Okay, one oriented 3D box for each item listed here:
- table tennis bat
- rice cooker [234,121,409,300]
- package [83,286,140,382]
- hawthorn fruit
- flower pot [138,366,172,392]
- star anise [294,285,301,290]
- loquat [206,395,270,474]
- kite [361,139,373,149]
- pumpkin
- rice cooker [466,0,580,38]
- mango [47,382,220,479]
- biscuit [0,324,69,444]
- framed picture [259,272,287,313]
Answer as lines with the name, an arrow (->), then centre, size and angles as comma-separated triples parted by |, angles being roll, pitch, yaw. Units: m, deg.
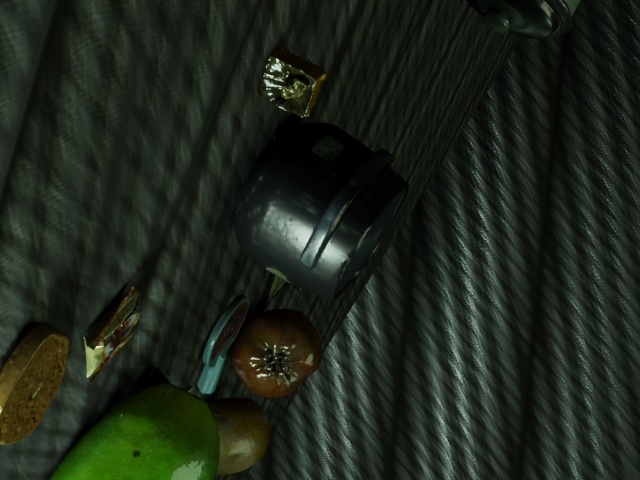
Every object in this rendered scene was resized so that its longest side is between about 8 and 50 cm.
table tennis bat -> -0.202, 0.214, 2.259 | 0.153, 0.040, 0.244 | -44, 159, -56
rice cooker -> -0.003, -0.056, 1.807 | 0.267, 0.224, 0.267 | -53, 170, -14
package -> -0.288, 0.131, 1.553 | 0.108, 0.031, 0.121 | -51, 169, -31
hawthorn fruit -> -0.097, 0.237, 2.459 | 0.199, 0.199, 0.251 | -58, -176, 4
flower pot -> -0.283, 0.286, 1.922 | 0.089, 0.111, 0.111 | -39, 166, -12
star anise -> 0.000, 0.000, 2.142 | 0.220, 0.190, 0.126 | -20, -141, 19
loquat -> -0.211, 0.440, 2.527 | 0.179, 0.179, 0.227 | -61, 162, 20
kite -> 0.068, -0.144, 2.509 | 0.189, 0.009, 0.232 | -54, 170, -18
pumpkin -> -0.040, -0.214, 1.534 | 0.054, 0.083, 0.074 | -52, 166, -47
rice cooker -> 0.412, -0.541, 2.203 | 0.316, 0.264, 0.317 | -32, 135, -39
mango -> -0.308, 0.396, 1.765 | 0.382, 0.201, 0.225 | -51, 143, -21
biscuit -> -0.359, 0.179, 1.361 | 0.142, 0.029, 0.221 | -51, 170, -37
framed picture -> -0.062, 0.043, 2.463 | 0.199, 0.010, 0.195 | -50, 169, -36
